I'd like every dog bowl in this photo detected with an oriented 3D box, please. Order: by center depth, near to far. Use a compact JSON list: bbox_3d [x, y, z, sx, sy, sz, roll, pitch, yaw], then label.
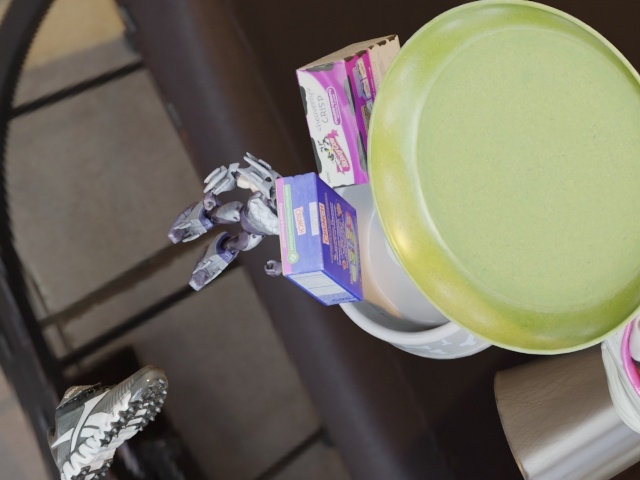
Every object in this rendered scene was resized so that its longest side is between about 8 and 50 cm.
[{"bbox_3d":[0.154,0.000,2.174,0.102,0.348,0.349,6,69,-57],"label":"dog bowl"}]

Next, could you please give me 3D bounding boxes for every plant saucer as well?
[{"bbox_3d":[0.137,-0.044,0.993,0.037,0.241,0.241,-23,91,-47],"label":"plant saucer"}]

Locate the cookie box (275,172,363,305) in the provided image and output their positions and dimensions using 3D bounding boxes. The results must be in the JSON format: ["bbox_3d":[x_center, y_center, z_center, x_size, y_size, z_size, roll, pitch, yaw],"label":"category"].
[{"bbox_3d":[0.000,0.000,1.312,0.107,0.040,0.092,40,42,-63],"label":"cookie box"}]

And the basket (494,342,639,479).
[{"bbox_3d":[0.343,0.190,1.757,0.154,0.227,0.204,49,21,-34],"label":"basket"}]

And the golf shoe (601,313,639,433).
[{"bbox_3d":[0.278,0.031,1.282,0.140,0.115,0.306,-80,148,-87],"label":"golf shoe"}]

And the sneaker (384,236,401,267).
[{"bbox_3d":[0.194,0.019,2.012,0.094,0.212,0.080,5,96,-70],"label":"sneaker"}]

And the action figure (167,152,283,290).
[{"bbox_3d":[-0.102,-0.022,2.064,0.185,0.285,0.099,53,54,-10],"label":"action figure"}]

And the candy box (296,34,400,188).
[{"bbox_3d":[0.053,-0.170,1.924,0.233,0.071,0.159,-36,116,-65],"label":"candy box"}]

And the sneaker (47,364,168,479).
[{"bbox_3d":[-0.275,0.211,1.831,0.078,0.234,0.106,-12,60,-49],"label":"sneaker"}]
